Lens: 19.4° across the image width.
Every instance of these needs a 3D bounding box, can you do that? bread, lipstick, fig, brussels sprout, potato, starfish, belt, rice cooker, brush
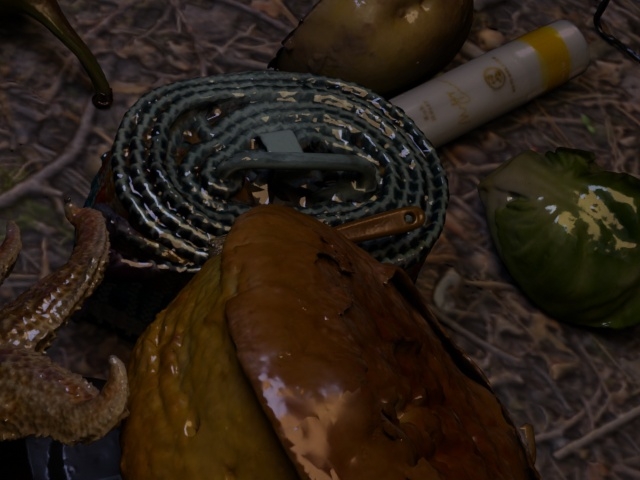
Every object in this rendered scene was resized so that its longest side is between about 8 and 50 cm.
[{"bbox_3d":[0.016,0.160,1.239,0.337,0.204,0.358,41,19,-27],"label":"bread"},{"bbox_3d":[0.127,-0.125,1.648,0.264,0.059,0.059,-27,68,-31],"label":"lipstick"},{"bbox_3d":[-0.253,-0.204,1.557,0.236,0.124,0.124,49,55,2],"label":"fig"},{"bbox_3d":[0.219,-0.005,1.577,0.181,0.100,0.139,42,72,-4],"label":"brussels sprout"},{"bbox_3d":[0.080,-0.204,1.640,0.098,0.138,0.243,45,58,9],"label":"potato"},{"bbox_3d":[-0.245,0.097,1.255,0.302,0.060,0.299,-43,33,-4],"label":"starfish"},{"bbox_3d":[-0.050,-0.028,1.458,0.295,0.160,0.206,4,56,-16],"label":"belt"},{"bbox_3d":[-0.160,0.190,1.297,0.142,0.118,0.203,-11,57,-26],"label":"rice cooker"},{"bbox_3d":[0.000,0.000,1.372,0.170,0.014,0.043,-14,85,-19],"label":"brush"}]

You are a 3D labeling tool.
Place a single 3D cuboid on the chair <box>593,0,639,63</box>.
[{"bbox_3d":[0.389,-0.191,1.727,0.140,0.145,0.221,-29,70,-31],"label":"chair"}]
